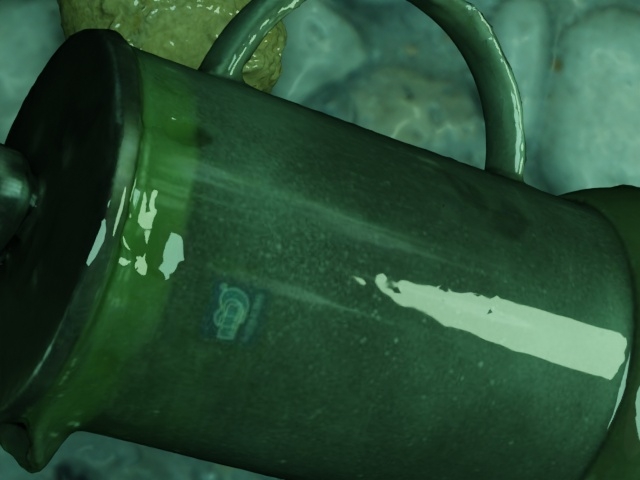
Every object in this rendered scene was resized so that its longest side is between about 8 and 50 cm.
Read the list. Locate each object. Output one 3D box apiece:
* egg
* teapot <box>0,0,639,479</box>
[{"bbox_3d":[-0.075,-0.117,0.925,0.118,0.116,0.140,-38,126,-24],"label":"egg"},{"bbox_3d":[0.000,0.000,0.855,0.337,0.200,0.270,17,87,-26],"label":"teapot"}]
